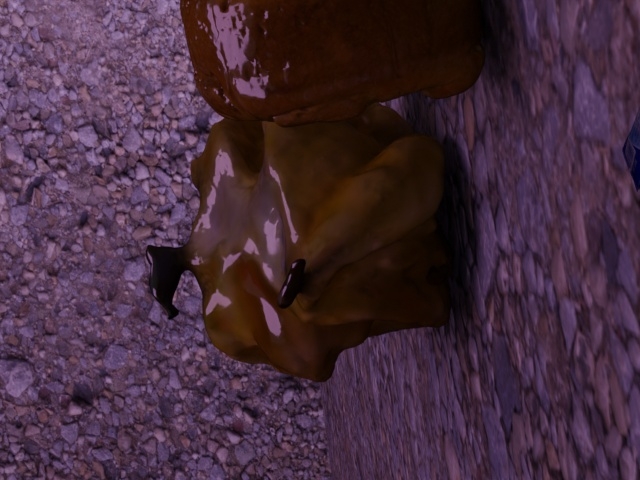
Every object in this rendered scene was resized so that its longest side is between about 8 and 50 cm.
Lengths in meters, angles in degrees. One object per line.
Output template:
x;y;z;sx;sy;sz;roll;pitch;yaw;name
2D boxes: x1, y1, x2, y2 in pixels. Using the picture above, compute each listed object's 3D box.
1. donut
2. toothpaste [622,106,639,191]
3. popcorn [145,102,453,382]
0.008;-0.155;0.688;0.226;0.227;0.113;-112;11;-69;donut
0.148;-0.051;0.430;0.083;0.015;0.024;80;178;-65;toothpaste
0.000;0.000;0.929;0.316;0.281;0.297;35;121;40;popcorn
